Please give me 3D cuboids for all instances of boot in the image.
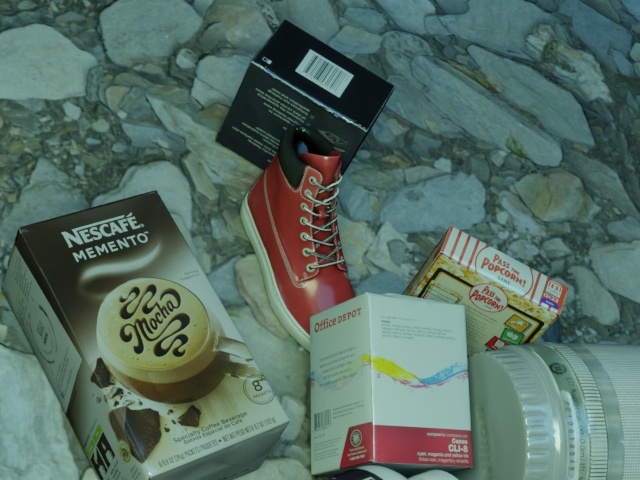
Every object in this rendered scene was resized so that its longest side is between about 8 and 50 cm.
[{"bbox_3d":[0.000,0.000,1.646,0.088,0.176,0.244,-12,63,-32],"label":"boot"}]

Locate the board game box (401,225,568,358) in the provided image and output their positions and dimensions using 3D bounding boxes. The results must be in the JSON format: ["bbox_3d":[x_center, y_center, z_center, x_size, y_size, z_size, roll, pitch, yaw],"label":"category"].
[{"bbox_3d":[0.164,0.085,1.644,0.146,0.193,0.045,28,50,-3],"label":"board game box"}]

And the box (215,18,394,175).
[{"bbox_3d":[-0.020,-0.149,1.755,0.156,0.158,0.093,32,50,0],"label":"box"}]

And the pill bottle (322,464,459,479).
[{"bbox_3d":[0.000,0.325,1.406,0.323,0.181,0.181,-15,63,-32],"label":"pill bottle"}]

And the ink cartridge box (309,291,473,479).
[{"bbox_3d":[0.072,0.155,1.555,0.127,0.128,0.176,7,73,-29],"label":"ink cartridge box"}]

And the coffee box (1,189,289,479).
[{"bbox_3d":[-0.185,0.113,1.519,0.168,0.119,0.297,-19,65,-32],"label":"coffee box"}]

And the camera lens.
[{"bbox_3d":[0.292,0.219,1.584,0.274,0.219,0.219,3,55,-22],"label":"camera lens"}]
